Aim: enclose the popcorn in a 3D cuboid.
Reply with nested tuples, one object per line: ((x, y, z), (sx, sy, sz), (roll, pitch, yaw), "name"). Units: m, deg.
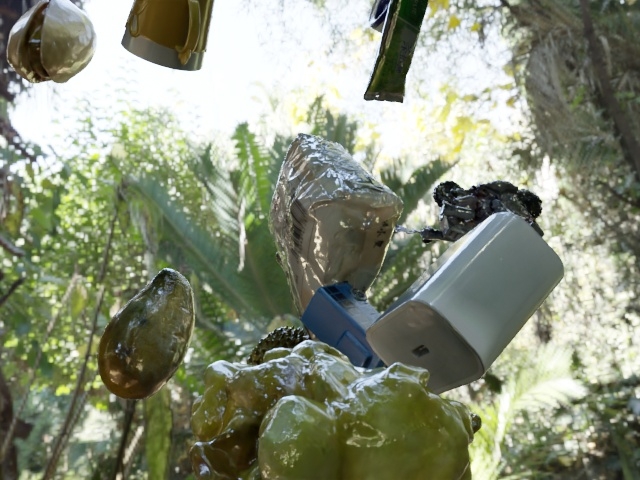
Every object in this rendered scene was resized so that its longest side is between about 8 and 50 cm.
((0.005, 0.184, 0.542), (0.233, 0.192, 0.266), (9, -7, 30), "popcorn")

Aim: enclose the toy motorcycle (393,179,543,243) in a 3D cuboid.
((0.348, -0.049, 1.516), (0.401, 0.207, 0.134), (6, -35, -15), "toy motorcycle")

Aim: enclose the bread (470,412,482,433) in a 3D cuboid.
((0.358, 0.458, 1.593), (0.088, 0.049, 0.034), (-46, -51, 7), "bread")

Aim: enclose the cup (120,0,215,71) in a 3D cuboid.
((-0.308, -0.484, 1.408), (0.186, 0.241, 0.226), (2, -59, -36), "cup")

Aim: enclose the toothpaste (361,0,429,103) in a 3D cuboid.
((0.124, -0.323, 0.967), (0.078, 0.047, 0.247), (-2, -59, -27), "toothpaste")

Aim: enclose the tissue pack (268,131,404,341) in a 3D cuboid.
((0.000, 0.000, 1.333), (0.195, 0.390, 0.375), (1, -59, -22), "tissue pack")

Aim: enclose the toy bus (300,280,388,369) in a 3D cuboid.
((0.062, 0.162, 1.119), (0.106, 0.185, 0.090), (-4, -51, -51), "toy bus")

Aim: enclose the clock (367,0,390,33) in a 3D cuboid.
((0.212, -0.636, 1.674), (0.083, 0.230, 0.230), (28, -30, -17), "clock")

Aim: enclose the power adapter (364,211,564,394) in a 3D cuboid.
((0.201, 0.066, 0.842), (0.255, 0.124, 0.187), (-39, -4, -29), "power adapter")

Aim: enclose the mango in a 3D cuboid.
((-0.390, 0.215, 1.505), (0.176, 0.329, 0.176), (4, -56, 14), "mango")

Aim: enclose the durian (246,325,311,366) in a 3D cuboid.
((-0.078, 0.281, 1.526), (0.252, 0.144, 0.139), (-33, -17, -40), "durian")

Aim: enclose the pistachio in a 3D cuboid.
((-0.662, -0.491, 1.610), (0.194, 0.318, 0.213), (1, -63, -7), "pistachio")
